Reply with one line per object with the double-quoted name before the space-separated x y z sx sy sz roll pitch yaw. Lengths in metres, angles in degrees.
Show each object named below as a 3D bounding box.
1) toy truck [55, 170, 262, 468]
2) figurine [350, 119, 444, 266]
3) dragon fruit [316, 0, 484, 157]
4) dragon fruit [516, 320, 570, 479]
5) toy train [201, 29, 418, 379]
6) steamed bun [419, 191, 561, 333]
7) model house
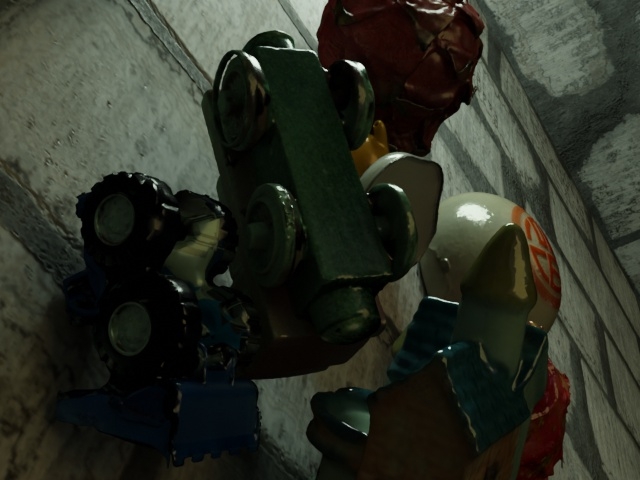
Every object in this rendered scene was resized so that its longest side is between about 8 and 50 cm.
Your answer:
"toy truck" -0.123 0.063 0.584 0.113 0.126 0.208 19 53 -63
"figurine" 0.059 -0.057 1.076 0.141 0.166 0.250 36 -22 30
"dragon fruit" 0.116 -0.268 1.167 0.244 0.244 0.299 -16 100 -63
"dragon fruit" 0.220 0.222 1.025 0.205 0.210 0.268 -23 87 -24
"toy train" -0.031 -0.031 0.733 0.150 0.221 0.305 -2 62 -26
"steamed bun" 0.291 0.048 1.304 0.283 0.177 0.283 42 35 -40
"model house" 0.081 0.132 0.664 0.267 0.194 0.325 0 106 -60
